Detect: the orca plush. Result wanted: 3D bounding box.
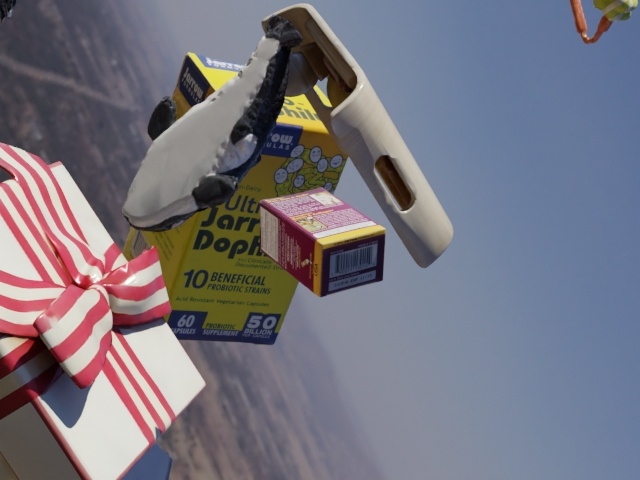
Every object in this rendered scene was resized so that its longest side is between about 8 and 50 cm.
[{"bbox_3d":[-0.106,-0.122,1.372,0.151,0.287,0.102,28,2,30],"label":"orca plush"}]

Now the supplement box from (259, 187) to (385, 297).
[{"bbox_3d":[0.000,0.000,0.842,0.083,0.055,0.043,37,-48,49],"label":"supplement box"}]

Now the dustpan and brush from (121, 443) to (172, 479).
[{"bbox_3d":[-0.270,0.255,1.385,0.211,0.060,0.147,48,31,-31],"label":"dustpan and brush"}]

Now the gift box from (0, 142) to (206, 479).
[{"bbox_3d":[-0.262,0.083,0.891,0.276,0.258,0.255,57,17,-9],"label":"gift box"}]

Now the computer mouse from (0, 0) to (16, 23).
[{"bbox_3d":[-0.334,-0.328,1.032,0.272,0.072,0.188,53,-14,1],"label":"computer mouse"}]

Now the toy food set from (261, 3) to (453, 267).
[{"bbox_3d":[0.030,-0.119,1.348,0.220,0.092,0.306,56,4,-33],"label":"toy food set"}]

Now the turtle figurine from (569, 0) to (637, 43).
[{"bbox_3d":[0.205,-0.296,0.925,0.217,0.087,0.269,-13,-90,66],"label":"turtle figurine"}]

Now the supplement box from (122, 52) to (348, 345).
[{"bbox_3d":[-0.124,-0.052,1.690,0.195,0.194,0.356,53,-50,48],"label":"supplement box"}]
